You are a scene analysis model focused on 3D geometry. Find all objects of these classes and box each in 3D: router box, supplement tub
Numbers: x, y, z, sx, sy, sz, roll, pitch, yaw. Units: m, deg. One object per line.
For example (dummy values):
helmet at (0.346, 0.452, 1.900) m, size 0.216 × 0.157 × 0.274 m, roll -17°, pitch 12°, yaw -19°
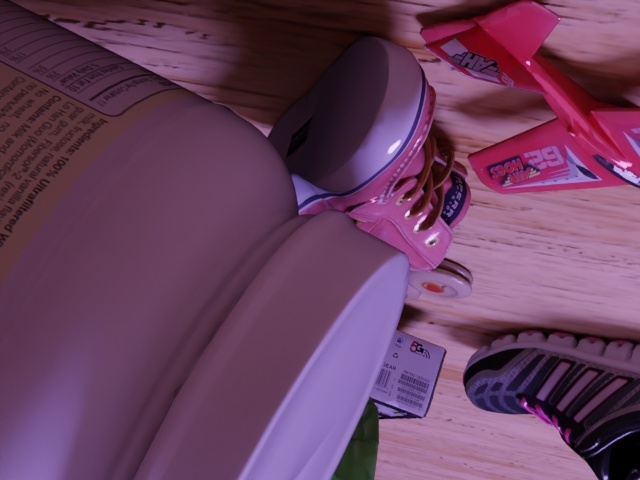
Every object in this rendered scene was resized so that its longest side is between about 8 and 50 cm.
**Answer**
router box at (-0.036, 0.054, 1.074) m, size 0.179 × 0.046 × 0.133 m, roll 22°, pitch 167°, yaw -16°
supplement tub at (-0.154, 0.021, 0.722) m, size 0.325 × 0.235 × 0.235 m, roll 27°, pitch 163°, yaw 11°

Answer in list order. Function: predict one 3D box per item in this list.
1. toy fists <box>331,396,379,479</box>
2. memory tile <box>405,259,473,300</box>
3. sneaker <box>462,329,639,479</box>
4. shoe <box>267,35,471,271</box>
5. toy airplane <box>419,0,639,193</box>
toy fists at (-0.074, 0.107, 1.037) m, size 0.142 × 0.096 × 0.279 m, roll 12°, pitch 168°, yaw -16°
memory tile at (0.000, 0.000, 0.965) m, size 0.113 × 0.012 × 0.148 m, roll -5°, pitch 152°, yaw 45°
sneaker at (0.146, 0.095, 1.014) m, size 0.170 × 0.075 × 0.063 m, roll 2°, pitch 156°, yaw 36°
shoe at (0.032, -0.033, 0.782) m, size 0.081 × 0.063 × 0.178 m, roll 20°, pitch 166°, yaw -13°
toy airplane at (0.096, -0.050, 0.724) m, size 0.151 × 0.028 × 0.151 m, roll 16°, pitch 162°, yaw 5°
